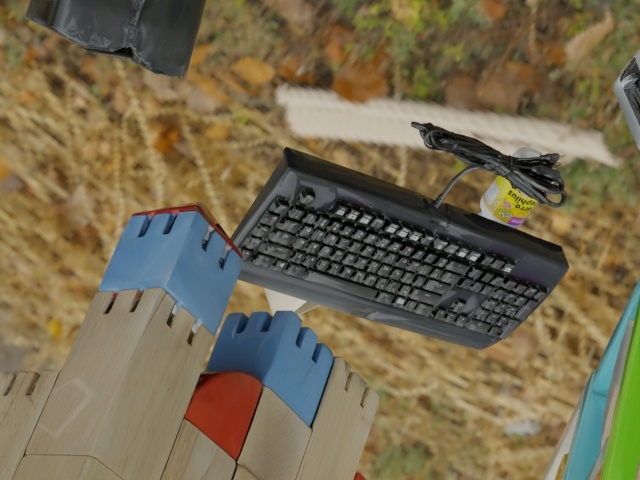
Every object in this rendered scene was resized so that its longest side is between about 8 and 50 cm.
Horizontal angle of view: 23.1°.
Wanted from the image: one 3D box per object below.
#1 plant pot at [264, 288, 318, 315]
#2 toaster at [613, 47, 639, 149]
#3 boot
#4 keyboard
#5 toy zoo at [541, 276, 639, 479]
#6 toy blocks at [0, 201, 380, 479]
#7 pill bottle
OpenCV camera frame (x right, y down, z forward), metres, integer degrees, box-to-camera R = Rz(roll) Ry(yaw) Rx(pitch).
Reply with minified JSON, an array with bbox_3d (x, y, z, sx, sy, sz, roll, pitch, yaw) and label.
[{"bbox_3d":[0.000,0.000,1.447,0.096,0.109,0.109,61,142,9],"label":"plant pot"},{"bbox_3d":[0.438,-0.195,1.734,0.110,0.185,0.168,66,157,19],"label":"toaster"},{"bbox_3d":[-0.119,-0.406,1.882,0.367,0.445,0.146,17,177,-28],"label":"boot"},{"bbox_3d":[0.088,-0.010,1.284,0.317,0.033,0.201,17,116,-36],"label":"keyboard"},{"bbox_3d":[0.093,0.122,0.557,0.030,0.192,0.293,18,140,5],"label":"toy zoo"},{"bbox_3d":[-0.059,0.157,0.866,0.190,0.261,0.381,-5,142,36],"label":"toy blocks"},{"bbox_3d":[0.169,-0.039,1.374,0.043,0.043,0.083,32,124,-2],"label":"pill bottle"}]
